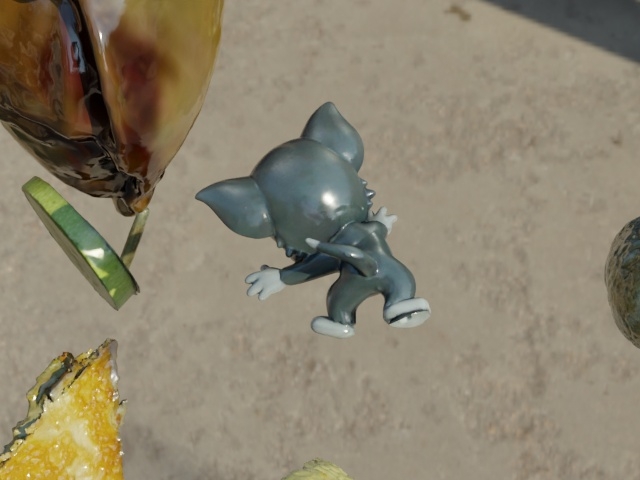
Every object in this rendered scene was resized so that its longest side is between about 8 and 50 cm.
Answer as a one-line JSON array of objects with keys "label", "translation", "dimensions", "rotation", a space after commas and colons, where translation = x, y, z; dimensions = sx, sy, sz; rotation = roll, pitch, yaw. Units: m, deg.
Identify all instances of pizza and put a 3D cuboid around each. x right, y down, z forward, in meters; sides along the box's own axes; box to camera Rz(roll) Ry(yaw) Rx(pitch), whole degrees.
[{"label": "pizza", "translation": [-0.280, 0.235, 1.078], "dimensions": [0.074, 0.251, 0.288], "rotation": [-5, 84, 34]}]

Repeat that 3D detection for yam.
[{"label": "yam", "translation": [-0.277, -0.001, 1.735], "dimensions": [0.021, 0.116, 0.021], "rotation": [19, 27, -10]}]

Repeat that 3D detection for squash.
[{"label": "squash", "translation": [-0.338, 0.006, 1.623], "dimensions": [0.041, 0.219, 0.219], "rotation": [-42, 55, -16]}]

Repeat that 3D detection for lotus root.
[{"label": "lotus root", "translation": [0.449, 0.052, 1.495], "dimensions": [0.175, 0.175, 0.349], "rotation": [4, 16, 9]}]

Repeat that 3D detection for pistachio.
[{"label": "pistachio", "translation": [-0.109, -0.099, 0.557], "dimensions": [0.130, 0.210, 0.165], "rotation": [-3, 43, -3]}]

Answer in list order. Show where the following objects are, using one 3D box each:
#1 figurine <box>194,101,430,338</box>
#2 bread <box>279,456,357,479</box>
[{"label": "figurine", "translation": [0.000, 0.000, 1.229], "dimensions": [0.193, 0.140, 0.265], "rotation": [-31, 45, -3]}, {"label": "bread", "translation": [0.068, 0.397, 1.198], "dimensions": [0.375, 0.236, 0.165], "rotation": [41, 104, 13]}]
